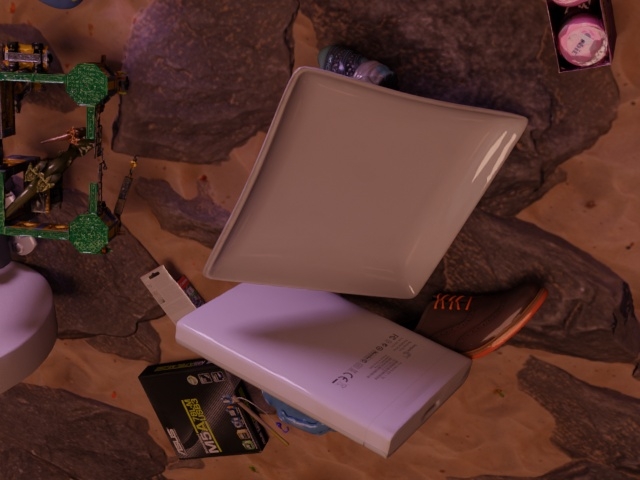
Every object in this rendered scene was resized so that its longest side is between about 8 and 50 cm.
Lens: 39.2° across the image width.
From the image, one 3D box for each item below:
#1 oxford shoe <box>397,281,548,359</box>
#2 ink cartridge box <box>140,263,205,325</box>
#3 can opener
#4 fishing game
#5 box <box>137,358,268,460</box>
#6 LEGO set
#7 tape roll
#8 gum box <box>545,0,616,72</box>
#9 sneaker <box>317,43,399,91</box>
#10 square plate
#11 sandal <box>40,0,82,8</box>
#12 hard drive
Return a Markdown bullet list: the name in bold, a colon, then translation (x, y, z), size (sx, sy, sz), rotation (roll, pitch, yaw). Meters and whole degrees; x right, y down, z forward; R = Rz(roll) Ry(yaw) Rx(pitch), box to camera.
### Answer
- **oxford shoe**: translation (0.204, 0.118, 1.311), size (0.271, 0.097, 0.098), rotation (-33, 96, 32)
- **ink cartridge box**: translation (-0.244, 0.091, 1.508), size (0.063, 0.029, 0.115), rotation (-27, 104, 32)
- **can opener**: translation (-0.558, -0.090, 1.500), size (0.074, 0.093, 0.280), rotation (-9, 109, 26)
- **fishing game**: translation (-0.007, 0.244, 1.497), size (0.189, 0.041, 0.264), rotation (40, 119, -13)
- **box**: translation (-0.208, 0.300, 1.602), size (0.184, 0.045, 0.190), rotation (-11, 112, 24)
- **LEGO set**: translation (-0.403, -0.141, 1.381), size (0.255, 0.192, 0.331), rotation (-4, 103, 3)
- **tape roll**: translation (-0.636, 0.148, 1.478), size (0.392, 0.392, 0.072), rotation (9, 121, 17)
- **gum box**: translation (0.293, -0.302, 1.032), size (0.062, 0.107, 0.188), rotation (-7, 114, 25)
- **sneaker**: translation (0.004, -0.145, 1.253), size (0.122, 0.110, 0.283), rotation (41, 125, 19)
- **square plate**: translation (0.054, -0.066, 1.201), size (0.347, 0.049, 0.344), rotation (7, 129, -28)
- **sandal**: translation (-0.465, -0.405, 1.273), size (0.317, 0.126, 0.138), rotation (32, 128, 12)
- **hard drive**: translation (0.005, 0.156, 1.270), size (0.353, 0.233, 0.047), rotation (24, 122, 27)
